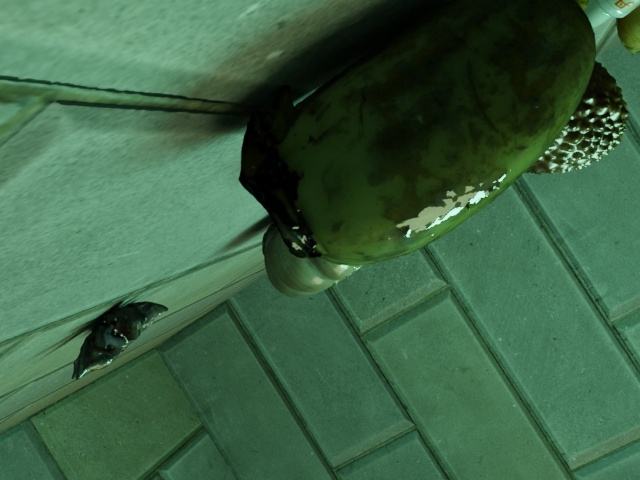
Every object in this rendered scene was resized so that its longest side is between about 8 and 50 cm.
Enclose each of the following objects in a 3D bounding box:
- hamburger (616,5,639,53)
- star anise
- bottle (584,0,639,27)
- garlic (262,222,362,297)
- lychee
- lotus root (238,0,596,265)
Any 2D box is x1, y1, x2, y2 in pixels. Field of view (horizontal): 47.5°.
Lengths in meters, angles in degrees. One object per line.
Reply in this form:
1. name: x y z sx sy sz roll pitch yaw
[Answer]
1. hamburger: 0.580 -0.369 1.059 0.290 0.170 0.314 -36 176 14
2. star anise: -0.326 0.150 1.140 0.180 0.061 0.204 -44 -174 -16
3. bottle: 0.379 -0.313 0.892 0.060 0.060 0.217 -31 176 -32
4. garlic: -0.003 0.002 1.254 0.228 0.152 0.228 -32 -178 1
5. lychee: 0.303 -0.182 1.002 0.238 0.200 0.200 12 162 -17
6. lotus root: 0.091 -0.096 0.527 0.309 0.173 0.173 -39 179 -6
